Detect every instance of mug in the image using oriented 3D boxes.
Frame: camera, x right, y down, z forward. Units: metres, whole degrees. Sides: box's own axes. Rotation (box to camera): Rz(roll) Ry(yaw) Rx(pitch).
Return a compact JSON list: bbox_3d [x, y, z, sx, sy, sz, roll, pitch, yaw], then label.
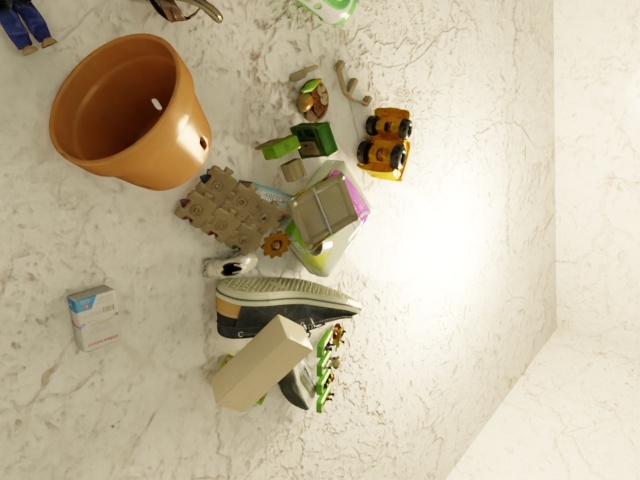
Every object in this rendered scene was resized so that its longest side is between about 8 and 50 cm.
[{"bbox_3d":[0.002,0.003,1.532,0.064,0.062,0.078,-9,113,-51],"label":"mug"}]

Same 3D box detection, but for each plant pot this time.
[{"bbox_3d":[-0.356,-0.232,1.094,0.291,0.290,0.203,-64,154,-13],"label":"plant pot"}]

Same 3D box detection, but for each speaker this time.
[{"bbox_3d":[-0.035,-0.678,1.409,0.296,0.131,0.131,15,89,-48],"label":"speaker"}]

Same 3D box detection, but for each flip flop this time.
[{"bbox_3d":[-0.334,-0.514,1.158,0.277,0.112,0.080,-4,129,-49],"label":"flip flop"}]

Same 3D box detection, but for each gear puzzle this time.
[{"bbox_3d":[-0.198,-0.058,1.404,0.175,0.044,0.339,-48,128,9],"label":"gear puzzle"}]

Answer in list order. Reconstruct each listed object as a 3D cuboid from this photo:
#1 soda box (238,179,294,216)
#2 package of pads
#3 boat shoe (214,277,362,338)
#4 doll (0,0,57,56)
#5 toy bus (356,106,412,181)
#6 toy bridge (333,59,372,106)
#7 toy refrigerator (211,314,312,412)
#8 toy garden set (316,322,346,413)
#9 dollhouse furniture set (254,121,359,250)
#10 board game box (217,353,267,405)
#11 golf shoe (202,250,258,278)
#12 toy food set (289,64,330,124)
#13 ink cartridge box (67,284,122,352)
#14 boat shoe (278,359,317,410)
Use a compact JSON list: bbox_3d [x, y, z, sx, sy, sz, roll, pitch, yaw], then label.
[{"bbox_3d":[-0.146,-0.113,1.488,0.183,0.058,0.063,15,89,-49],"label":"soda box"},{"bbox_3d":[0.019,-0.062,1.648,0.297,0.101,0.229,-54,132,-22],"label":"package of pads"},{"bbox_3d":[-0.086,0.201,1.553,0.499,0.186,0.156,5,101,-42],"label":"boat shoe"},{"bbox_3d":[-0.553,-0.437,0.975,0.129,0.046,0.189,-36,119,-24],"label":"doll"},{"bbox_3d":[0.237,-0.301,1.799,0.211,0.149,0.221,28,77,-60],"label":"toy bus"},{"bbox_3d":[0.094,-0.473,1.673,0.188,0.026,0.063,38,73,-45],"label":"toy bridge"},{"bbox_3d":[-0.157,0.321,1.414,0.269,0.094,0.102,-45,131,14],"label":"toy refrigerator"},{"bbox_3d":[0.040,0.406,1.777,0.204,0.049,0.245,-46,140,-64],"label":"toy garden set"},{"bbox_3d":[-0.042,-0.152,1.500,0.197,0.151,0.302,-31,112,-25],"label":"dollhouse furniture set"},{"bbox_3d":[-0.217,0.401,1.558,0.181,0.043,0.092,41,71,-44],"label":"board game box"},{"bbox_3d":[-0.222,0.072,1.436,0.176,0.086,0.069,-15,109,-46],"label":"golf shoe"},{"bbox_3d":[-0.015,-0.400,1.566,0.132,0.038,0.192,-37,125,-35],"label":"toy food set"},{"bbox_3d":[-0.495,0.171,1.193,0.088,0.052,0.123,-18,112,-43],"label":"ink cartridge box"},{"bbox_3d":[-0.080,0.395,1.658,0.103,0.118,0.321,-52,138,-34],"label":"boat shoe"}]
